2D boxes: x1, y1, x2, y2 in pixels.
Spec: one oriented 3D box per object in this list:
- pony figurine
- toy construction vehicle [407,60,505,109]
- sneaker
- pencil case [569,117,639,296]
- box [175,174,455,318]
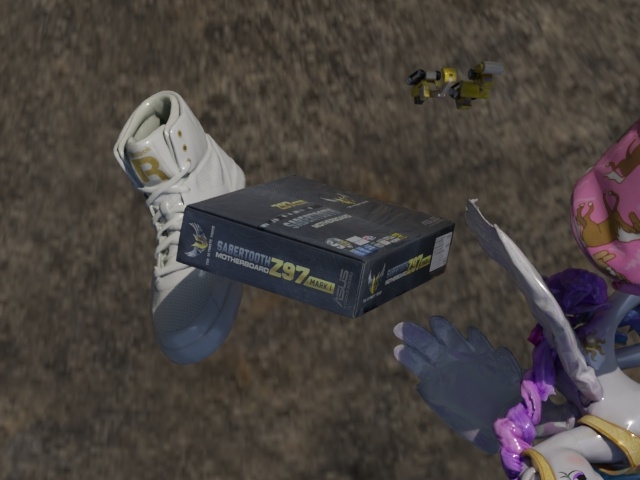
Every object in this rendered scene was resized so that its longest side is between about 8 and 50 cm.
[{"bbox_3d":[0.275,0.136,1.886,0.363,0.351,0.303,-20,149,-26],"label":"pony figurine"},{"bbox_3d":[0.138,-0.153,1.814,0.085,0.098,0.035,3,77,-24],"label":"toy construction vehicle"},{"bbox_3d":[-0.159,-0.023,1.847,0.108,0.293,0.169,-20,132,19],"label":"sneaker"},{"bbox_3d":[0.390,-0.103,1.645,0.160,0.167,0.386,45,132,4],"label":"pencil case"},{"bbox_3d":[0.000,0.000,1.674,0.183,0.232,0.059,17,105,22],"label":"box"}]
